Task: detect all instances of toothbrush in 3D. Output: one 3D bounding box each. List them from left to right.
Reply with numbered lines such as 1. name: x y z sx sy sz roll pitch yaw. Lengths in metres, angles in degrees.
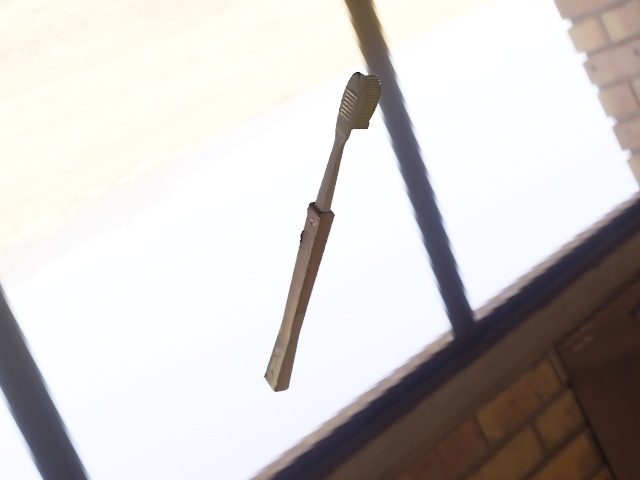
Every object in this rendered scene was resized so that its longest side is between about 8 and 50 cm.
1. toothbrush: -0.002 0.000 0.606 0.017 0.194 0.014 -3 -146 -33
